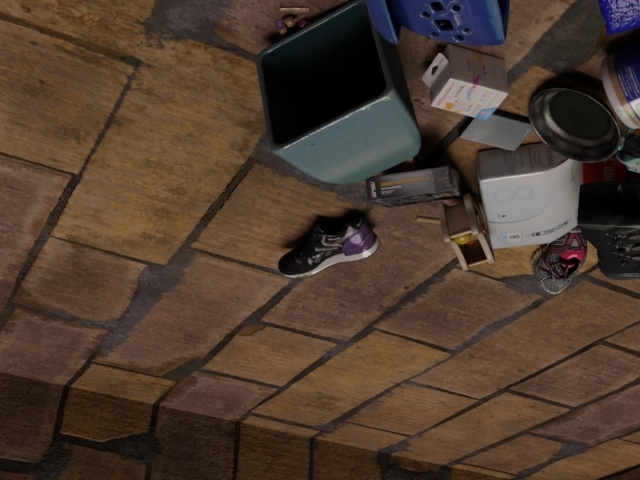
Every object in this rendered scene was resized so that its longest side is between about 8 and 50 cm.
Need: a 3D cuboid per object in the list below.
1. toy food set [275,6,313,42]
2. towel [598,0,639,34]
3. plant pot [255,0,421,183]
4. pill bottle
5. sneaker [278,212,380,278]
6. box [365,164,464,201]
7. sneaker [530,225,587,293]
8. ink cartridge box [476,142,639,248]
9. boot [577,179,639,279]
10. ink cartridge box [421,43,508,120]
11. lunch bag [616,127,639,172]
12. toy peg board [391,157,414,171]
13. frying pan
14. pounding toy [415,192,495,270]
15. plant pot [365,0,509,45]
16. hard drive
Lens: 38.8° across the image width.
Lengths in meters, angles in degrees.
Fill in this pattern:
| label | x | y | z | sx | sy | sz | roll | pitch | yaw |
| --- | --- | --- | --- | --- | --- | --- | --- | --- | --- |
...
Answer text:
| label | x | y | z | sx | sy | sz | roll | pitch | yaw |
| --- | --- | --- | --- | --- | --- | --- | --- | --- | --- |
| toy food set | -0.046 | -0.388 | 1.713 | 0.077 | 0.019 | 0.122 | 0 | 148 | 3 |
| towel | 0.565 | -0.466 | 1.417 | 0.308 | 0.076 | 0.228 | -15 | 115 | 30 |
| plant pot | 0.059 | -0.247 | 1.701 | 0.247 | 0.247 | 0.252 | -24 | 145 | 20 |
| pill bottle | 0.664 | -0.321 | 1.656 | 0.264 | 0.153 | 0.153 | -23 | 140 | 35 |
| sneaker | 0.000 | 0.000 | 2.296 | 0.283 | 0.107 | 0.124 | -19 | 128 | 25 |
| box | 0.213 | -0.117 | 2.010 | 0.182 | 0.056 | 0.231 | -8 | 177 | 16 |
| sneaker | 0.609 | 0.060 | 2.322 | 0.120 | 0.112 | 0.299 | -1 | 149 | 5 |
| ink cartridge box | 0.564 | -0.106 | 2.075 | 0.384 | 0.091 | 0.308 | -5 | 148 | 14 |
| boot | 0.785 | -0.035 | 2.047 | 0.366 | 0.146 | 0.445 | -14 | 155 | 18 |
| ink cartridge box | 0.277 | -0.307 | 1.760 | 0.143 | 0.090 | 0.092 | 11 | 148 | -16 |
| lunch bag | 0.763 | -0.208 | 1.834 | 0.223 | 0.160 | 0.262 | 18 | 140 | -25 |
| toy peg board | 0.124 | -0.235 | 1.921 | 0.160 | 0.079 | 0.161 | 11 | 150 | 15 |
| frying pan | 0.563 | -0.228 | 1.794 | 0.326 | 0.053 | 0.197 | 11 | 144 | 42 |
| pounding toy | 0.308 | -0.006 | 2.100 | 0.154 | 0.154 | 0.269 | -17 | 170 | 16 |
| plant pot | 0.175 | -0.451 | 1.407 | 0.212 | 0.236 | 0.236 | -2 | 149 | 19 |
| hard drive | 0.376 | -0.238 | 1.933 | 0.135 | 0.022 | 0.094 | 11 | 147 | -16 |
